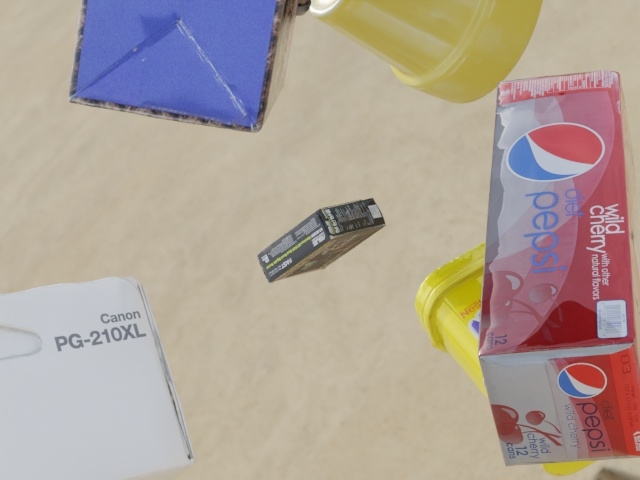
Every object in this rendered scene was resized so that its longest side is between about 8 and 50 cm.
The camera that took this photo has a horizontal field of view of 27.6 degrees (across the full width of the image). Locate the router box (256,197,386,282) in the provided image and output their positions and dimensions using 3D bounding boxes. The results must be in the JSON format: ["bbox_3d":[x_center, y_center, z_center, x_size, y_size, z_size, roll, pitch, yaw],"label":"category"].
[{"bbox_3d":[0.000,0.000,1.457,0.092,0.038,0.122,-14,-16,-45],"label":"router box"}]

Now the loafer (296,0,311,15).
[{"bbox_3d":[-0.055,-0.309,1.331,0.302,0.109,0.095,-104,32,-66],"label":"loafer"}]

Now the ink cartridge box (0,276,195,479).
[{"bbox_3d":[-0.193,0.117,0.651,0.237,0.172,0.100,-42,62,51],"label":"ink cartridge box"}]

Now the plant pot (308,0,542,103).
[{"bbox_3d":[0.119,-0.327,1.672,0.254,0.239,0.254,-36,47,51],"label":"plant pot"}]

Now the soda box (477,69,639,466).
[{"bbox_3d":[0.148,0.007,0.776,0.083,0.092,0.263,-7,38,17],"label":"soda box"}]

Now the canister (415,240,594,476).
[{"bbox_3d":[0.161,0.072,0.914,0.126,0.073,0.170,-29,41,-9],"label":"canister"}]

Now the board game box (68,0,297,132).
[{"bbox_3d":[-0.086,-0.227,1.024,0.291,0.141,0.232,-83,3,-76],"label":"board game box"}]
